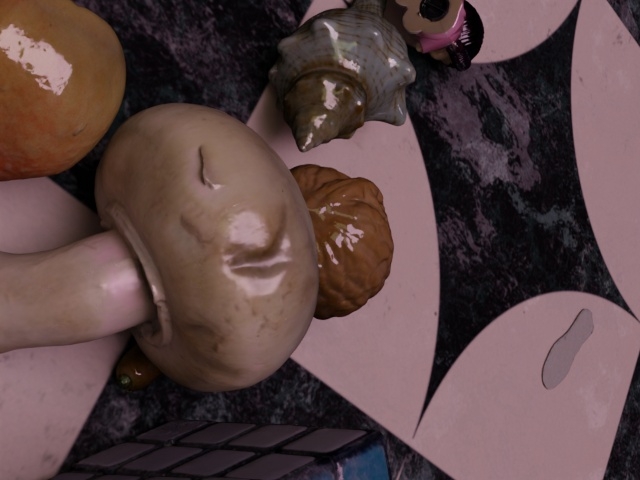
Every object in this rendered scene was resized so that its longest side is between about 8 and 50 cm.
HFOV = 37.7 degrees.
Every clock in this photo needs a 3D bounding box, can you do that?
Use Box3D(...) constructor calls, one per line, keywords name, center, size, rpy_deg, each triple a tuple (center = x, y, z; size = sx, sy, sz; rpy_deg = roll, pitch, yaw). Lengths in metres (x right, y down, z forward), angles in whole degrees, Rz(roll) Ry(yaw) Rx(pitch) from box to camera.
Box3D(name="clock", center=(0.178, -0.363, 1.425), size=(0.195, 0.100, 0.194), rpy_deg=(23, 49, -68))

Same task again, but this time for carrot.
Box3D(name="carrot", center=(-0.157, 0.103, 1.156), size=(0.254, 0.049, 0.049), rpy_deg=(-39, 111, -38))

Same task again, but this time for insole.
Box3D(name="insole", center=(0.450, 0.194, 1.700), size=(0.197, 0.004, 0.065), rpy_deg=(-46, 115, -33))

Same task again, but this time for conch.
Box3D(name="conch", center=(0.056, -0.242, 1.288), size=(0.386, 0.169, 0.203), rpy_deg=(-52, 126, -31))

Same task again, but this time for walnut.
Box3D(name="walnut", center=(0.000, 0.000, 1.189), size=(0.213, 0.213, 0.213), rpy_deg=(4, 84, -41))

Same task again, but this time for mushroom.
Box3D(name="mushroom", center=(-0.159, 0.017, 1.023), size=(0.315, 0.356, 0.315), rpy_deg=(40, 43, -52))

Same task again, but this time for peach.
Box3D(name="peach", center=(-0.316, -0.153, 0.933), size=(0.232, 0.232, 0.233), rpy_deg=(4, 84, -41))

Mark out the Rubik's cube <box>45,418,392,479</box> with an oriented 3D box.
Box3D(name="Rubik's cube", center=(-0.129, 0.390, 0.939), size=(0.337, 0.343, 0.345), rpy_deg=(-17, 97, -48))
